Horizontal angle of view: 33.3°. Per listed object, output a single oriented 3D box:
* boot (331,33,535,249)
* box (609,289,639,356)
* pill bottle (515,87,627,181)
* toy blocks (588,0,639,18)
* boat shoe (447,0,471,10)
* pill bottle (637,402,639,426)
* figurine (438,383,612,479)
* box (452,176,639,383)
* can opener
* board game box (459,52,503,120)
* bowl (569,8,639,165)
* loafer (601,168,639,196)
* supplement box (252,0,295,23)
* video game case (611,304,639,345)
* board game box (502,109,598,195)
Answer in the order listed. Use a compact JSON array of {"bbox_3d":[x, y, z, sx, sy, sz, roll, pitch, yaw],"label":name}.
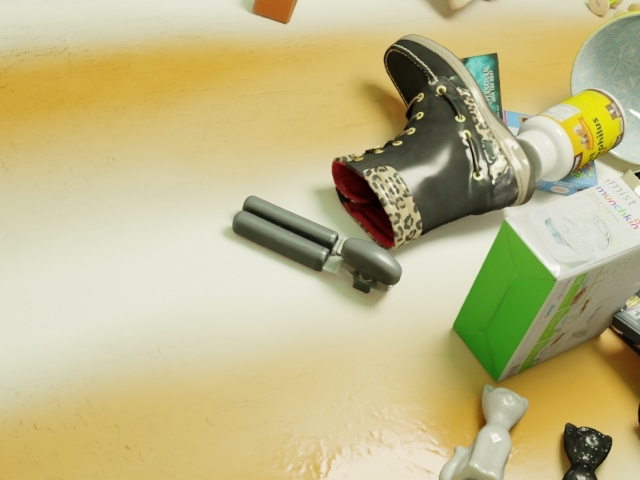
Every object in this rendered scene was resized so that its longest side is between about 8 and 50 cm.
[{"bbox_3d":[0.145,-0.166,1.788,0.284,0.138,0.377,-25,68,-22],"label":"boot"},{"bbox_3d":[0.592,0.128,1.729,0.220,0.051,0.175,-27,61,-32],"label":"box"},{"bbox_3d":[0.420,-0.176,1.846,0.215,0.117,0.117,-28,62,-31],"label":"pill bottle"},{"bbox_3d":[0.662,-0.509,2.288,0.148,0.054,0.123,-30,64,-33],"label":"toy blocks"},{"bbox_3d":[0.339,-0.547,2.215,0.302,0.109,0.098,-33,101,-46],"label":"boat shoe"},{"bbox_3d":[0.590,0.251,1.577,0.219,0.123,0.123,-11,54,-23],"label":"pill bottle"},{"bbox_3d":[0.295,0.302,1.491,0.214,0.092,0.209,26,41,9],"label":"figurine"},{"bbox_3d":[0.353,0.062,1.584,0.231,0.262,0.127,-20,58,-27],"label":"box"},{"bbox_3d":[0.000,0.000,1.664,0.280,0.093,0.074,22,49,10],"label":"can opener"},{"bbox_3d":[0.268,-0.268,1.965,0.126,0.026,0.186,-7,47,12],"label":"board game box"},{"bbox_3d":[0.608,-0.291,1.903,0.289,0.289,0.156,34,43,15],"label":"bowl"},{"bbox_3d":[0.526,-0.070,1.853,0.268,0.092,0.102,-27,61,-32],"label":"loafer"},{"bbox_3d":[-0.063,-0.529,2.099,0.078,0.080,0.233,18,46,-2],"label":"supplement box"},{"bbox_3d":[0.612,0.133,1.632,0.274,0.026,0.196,-16,36,-28],"label":"video game case"},{"bbox_3d":[0.387,-0.160,1.929,0.211,0.039,0.160,10,49,-5],"label":"board game box"}]
